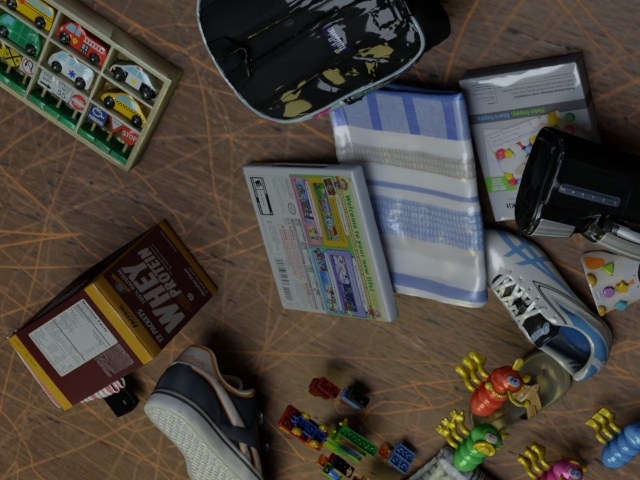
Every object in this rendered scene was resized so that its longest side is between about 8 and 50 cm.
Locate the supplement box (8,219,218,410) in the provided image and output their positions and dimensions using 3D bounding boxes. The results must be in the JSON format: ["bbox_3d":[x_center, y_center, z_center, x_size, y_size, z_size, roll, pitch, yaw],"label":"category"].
[{"bbox_3d":[-0.283,0.102,1.901,0.194,0.191,0.129,-30,101,35],"label":"supplement box"}]

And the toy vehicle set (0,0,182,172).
[{"bbox_3d":[-0.328,-0.229,1.838,0.267,0.035,0.166,34,126,5],"label":"toy vehicle set"}]

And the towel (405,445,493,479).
[{"bbox_3d":[0.204,0.473,1.971,0.312,0.056,0.324,39,124,-2],"label":"towel"}]

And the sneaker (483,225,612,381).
[{"bbox_3d":[0.263,0.075,1.698,0.237,0.086,0.085,43,127,0],"label":"sneaker"}]

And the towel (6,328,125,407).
[{"bbox_3d":[-0.383,0.179,2.073,0.197,0.029,0.144,-19,106,49],"label":"towel"}]

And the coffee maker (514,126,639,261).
[{"bbox_3d":[0.324,-0.068,1.548,0.178,0.120,0.171,15,83,-12],"label":"coffee maker"}]

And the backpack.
[{"bbox_3d":[-0.004,-0.263,1.572,0.253,0.191,0.225,-29,99,27],"label":"backpack"}]

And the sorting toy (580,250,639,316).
[{"bbox_3d":[0.364,0.050,1.670,0.075,0.045,0.083,-19,108,12],"label":"sorting toy"}]

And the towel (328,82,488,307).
[{"bbox_3d":[0.106,-0.056,1.698,0.209,0.034,0.285,12,121,38],"label":"towel"}]

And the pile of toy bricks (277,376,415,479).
[{"bbox_3d":[0.027,0.279,1.923,0.212,0.118,0.105,39,156,-18],"label":"pile of toy bricks"}]

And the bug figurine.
[{"bbox_3d":[0.279,0.250,1.744,0.279,0.072,0.216,22,134,-12],"label":"bug figurine"}]

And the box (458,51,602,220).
[{"bbox_3d":[0.255,-0.119,1.624,0.145,0.038,0.186,-5,115,27],"label":"box"}]

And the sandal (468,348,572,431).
[{"bbox_3d":[0.257,0.206,1.792,0.072,0.049,0.180,45,126,-3],"label":"sandal"}]

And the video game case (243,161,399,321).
[{"bbox_3d":[0.000,0.000,1.784,0.193,0.023,0.212,5,118,42],"label":"video game case"}]

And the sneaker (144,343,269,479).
[{"bbox_3d":[-0.136,0.276,1.982,0.126,0.127,0.321,9,145,27],"label":"sneaker"}]

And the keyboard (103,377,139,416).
[{"bbox_3d":[-0.327,0.170,2.063,0.192,0.038,0.100,55,139,-5],"label":"keyboard"}]
